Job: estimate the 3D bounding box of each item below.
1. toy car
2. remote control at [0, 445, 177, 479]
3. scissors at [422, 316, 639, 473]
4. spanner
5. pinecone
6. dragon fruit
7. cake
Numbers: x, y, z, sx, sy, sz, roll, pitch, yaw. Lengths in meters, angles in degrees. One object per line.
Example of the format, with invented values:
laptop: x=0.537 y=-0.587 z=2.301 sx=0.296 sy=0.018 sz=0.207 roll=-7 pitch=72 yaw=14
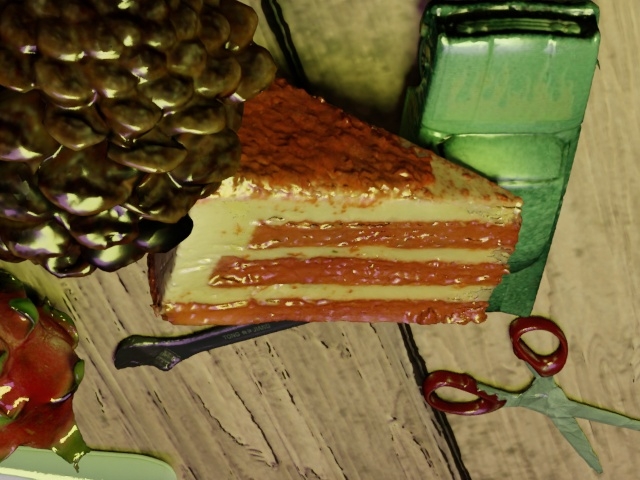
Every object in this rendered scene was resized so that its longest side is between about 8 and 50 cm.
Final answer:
toy car: x=0.129 y=-0.049 z=1.471 sx=0.141 sy=0.097 sz=0.321 roll=-1 pitch=138 yaw=-8
remote control: x=-0.282 y=0.231 z=1.759 sx=0.293 sy=0.051 sz=0.103 roll=8 pitch=136 yaw=-15
scissors: x=0.217 y=0.153 z=1.769 sx=0.144 sy=0.017 sz=0.247 roll=-35 pitch=133 yaw=27
spanner: x=-0.081 y=0.078 z=1.646 sx=0.208 sy=0.012 sz=0.046 roll=-16 pitch=136 yaw=9
pinecone: x=-0.158 y=-0.086 z=1.215 sx=0.224 sy=0.224 sz=0.272 roll=13 pitch=142 yaw=-21
dragon fruit: x=-0.253 y=0.126 z=1.583 sx=0.135 sy=0.137 sz=0.236 roll=-21 pitch=138 yaw=-4
cake: x=0.000 y=0.000 z=1.382 sx=0.262 sy=0.160 sz=0.158 roll=25 pitch=136 yaw=8
